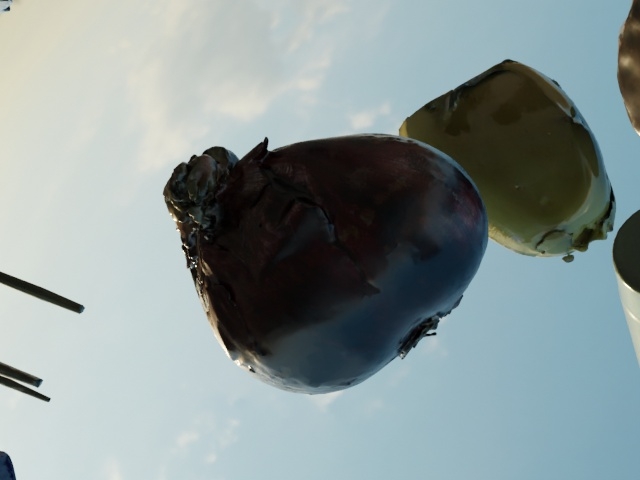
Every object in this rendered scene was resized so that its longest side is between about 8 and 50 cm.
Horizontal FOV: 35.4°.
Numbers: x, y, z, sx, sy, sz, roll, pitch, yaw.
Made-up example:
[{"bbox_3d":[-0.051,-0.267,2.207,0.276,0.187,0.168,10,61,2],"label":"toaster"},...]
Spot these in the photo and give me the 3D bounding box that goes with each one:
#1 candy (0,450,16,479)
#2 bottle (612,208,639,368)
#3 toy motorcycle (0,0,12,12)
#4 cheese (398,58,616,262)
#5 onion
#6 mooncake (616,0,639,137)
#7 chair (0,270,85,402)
[{"bbox_3d":[-0.201,0.249,0.503,0.070,0.145,0.275,-15,-99,39],"label":"candy"},{"bbox_3d":[0.230,0.060,0.621,0.072,0.201,0.072,-13,-130,17],"label":"bottle"},{"bbox_3d":[-0.432,-0.310,0.925,0.125,0.358,0.212,-1,-95,36],"label":"toy motorcycle"},{"bbox_3d":[0.289,-0.105,1.438,0.259,0.128,0.316,-36,-115,-9],"label":"cheese"},{"bbox_3d":[0.015,0.013,0.884,0.281,0.281,0.221,-37,-164,34],"label":"onion"},{"bbox_3d":[0.441,-0.175,1.002,0.290,0.161,0.290,36,-47,52],"label":"mooncake"},{"bbox_3d":[-0.429,0.117,1.102,0.188,0.272,0.166,-81,-165,-63],"label":"chair"}]
